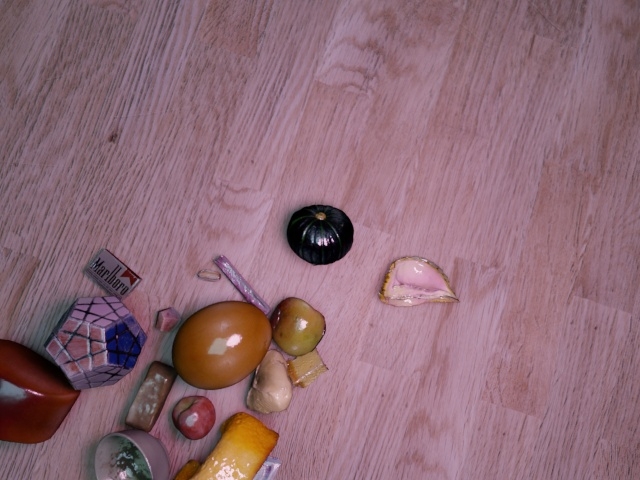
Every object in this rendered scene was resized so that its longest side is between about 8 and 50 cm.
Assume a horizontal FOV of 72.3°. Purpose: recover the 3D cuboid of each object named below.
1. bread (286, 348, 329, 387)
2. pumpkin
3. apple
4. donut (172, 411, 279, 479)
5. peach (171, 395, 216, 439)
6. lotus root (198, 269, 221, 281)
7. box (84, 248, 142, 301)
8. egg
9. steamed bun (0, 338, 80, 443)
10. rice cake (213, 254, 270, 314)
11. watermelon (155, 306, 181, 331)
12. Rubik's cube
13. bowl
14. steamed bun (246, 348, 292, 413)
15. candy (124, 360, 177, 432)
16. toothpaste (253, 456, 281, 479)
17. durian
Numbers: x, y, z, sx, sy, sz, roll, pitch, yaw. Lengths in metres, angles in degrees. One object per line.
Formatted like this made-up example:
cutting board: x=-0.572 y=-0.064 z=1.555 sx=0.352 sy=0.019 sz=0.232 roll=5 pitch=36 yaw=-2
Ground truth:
bread: x=-0.047 y=0.477 z=1.586 sx=0.147 sy=0.152 sz=0.127 roll=-32 pitch=98 yaw=-5
pumpkin: x=0.000 y=0.000 z=1.611 sx=0.247 sy=0.248 sz=0.248 roll=0 pitch=85 yaw=-3
apple: x=-0.090 y=0.314 z=1.591 sx=0.207 sy=0.174 sz=0.188 roll=34 pitch=81 yaw=16
donut: x=-0.344 y=0.760 z=1.433 sx=0.435 sy=0.377 sz=0.163 roll=-43 pitch=89 yaw=-11
peach: x=-0.449 y=0.637 z=1.552 sx=0.152 sy=0.152 sz=0.152 roll=0 pitch=85 yaw=-3
lotus root: x=-0.417 y=0.134 z=1.649 sx=0.083 sy=0.030 sz=0.038 roll=8 pitch=53 yaw=-6
box: x=-0.768 y=0.130 z=1.624 sx=0.177 sy=0.036 sz=0.115 roll=41 pitch=84 yaw=1
egg: x=-0.336 y=0.356 z=1.508 sx=0.351 sy=0.282 sz=0.283 roll=-24 pitch=87 yaw=-8
steamed bun: x=-1.037 y=0.509 z=1.468 sx=0.379 sy=0.248 sz=0.235 roll=34 pitch=84 yaw=-1
rice cake: x=-0.291 y=0.168 z=1.630 sx=0.051 sy=0.081 sz=0.290 roll=-41 pitch=89 yaw=-19
watermelon: x=-0.560 y=0.295 z=1.607 sx=0.092 sy=0.072 sz=0.085 roll=3 pitch=102 yaw=-8
Rubik's cube: x=-0.761 y=0.344 z=1.491 sx=0.264 sy=0.319 sz=0.319 roll=-5 pitch=85 yaw=22
bowl: x=-0.613 y=0.765 z=1.488 sx=0.289 sy=0.146 sz=0.290 roll=3 pitch=95 yaw=27
steamed bun: x=-0.184 y=0.507 z=1.536 sx=0.110 sy=0.212 sz=0.231 roll=20 pitch=80 yaw=-31
candy: x=-0.603 y=0.556 z=1.564 sx=0.104 sy=0.102 sz=0.234 roll=23 pitch=86 yaw=-2
toothpaste: x=-0.244 y=0.926 z=1.575 sx=0.113 sy=0.073 sz=0.299 roll=20 pitch=76 yaw=-1
durian: x=0.355 y=0.150 z=1.642 sx=0.304 sy=0.185 sz=0.196 roll=-1 pitch=66 yaw=-8
